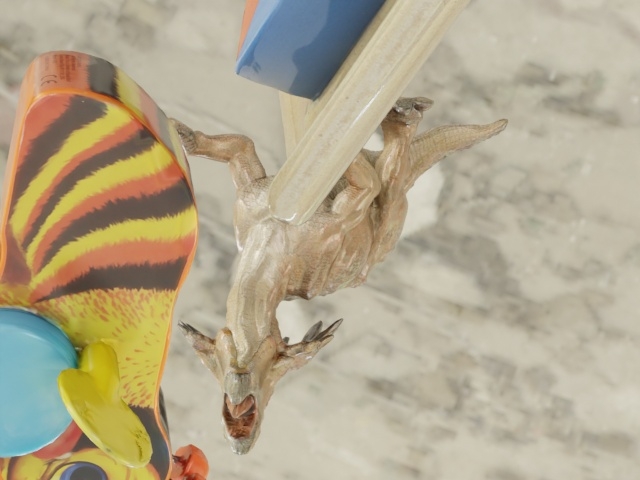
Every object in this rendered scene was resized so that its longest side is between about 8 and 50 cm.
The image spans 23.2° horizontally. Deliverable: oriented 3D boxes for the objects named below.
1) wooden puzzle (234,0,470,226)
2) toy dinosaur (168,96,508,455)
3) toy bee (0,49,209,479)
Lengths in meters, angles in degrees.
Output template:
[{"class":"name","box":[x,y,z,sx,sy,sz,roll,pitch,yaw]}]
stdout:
[{"class":"wooden puzzle","box":[0.034,-0.228,0.717,0.080,0.347,0.322,19,132,-21]},{"class":"toy dinosaur","box":[0.000,0.000,1.040,0.127,0.296,0.200,20,124,38]},{"class":"toy bee","box":[-0.114,0.062,0.751,0.162,0.195,0.298,19,133,-20]}]
